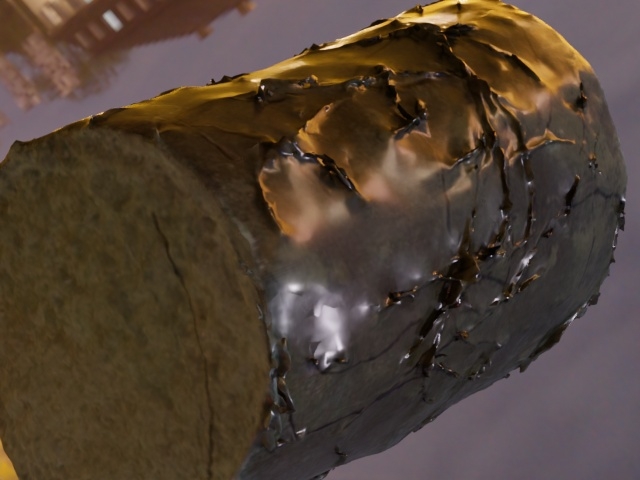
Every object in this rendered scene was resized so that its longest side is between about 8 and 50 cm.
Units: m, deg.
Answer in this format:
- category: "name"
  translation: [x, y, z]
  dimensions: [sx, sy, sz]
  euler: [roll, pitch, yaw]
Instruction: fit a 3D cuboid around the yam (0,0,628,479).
- category: "yam"
  translation: [0.000, 0.000, 0.644]
  dimensions: [0.241, 0.241, 0.348]
  euler: [-20, -177, 42]
